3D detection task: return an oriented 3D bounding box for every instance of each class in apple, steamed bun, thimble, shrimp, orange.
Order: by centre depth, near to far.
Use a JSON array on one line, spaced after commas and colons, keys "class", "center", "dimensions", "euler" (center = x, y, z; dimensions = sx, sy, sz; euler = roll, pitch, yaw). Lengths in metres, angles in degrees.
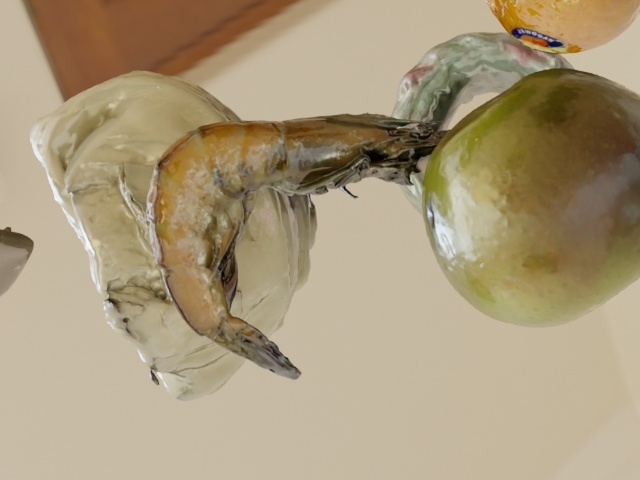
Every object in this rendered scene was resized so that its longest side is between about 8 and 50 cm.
[{"class": "apple", "center": [0.161, -0.032, 1.182], "dimensions": [0.196, 0.157, 0.196], "euler": [-39, -175, 4]}, {"class": "shrimp", "center": [0.000, 0.000, 1.251], "dimensions": [0.262, 0.198, 0.051], "euler": [-10, 179, -22]}, {"class": "orange", "center": [0.219, -0.249, 1.448], "dimensions": [0.155, 0.178, 0.177], "euler": [17, -145, 17]}, {"class": "thimble", "center": [0.171, -0.101, 1.601], "dimensions": [0.211, 0.185, 0.149], "euler": [-9, 173, 7]}, {"class": "steamed bun", "center": [-0.120, -0.019, 1.682], "dimensions": [0.237, 0.347, 0.394], "euler": [-28, -156, -3]}]

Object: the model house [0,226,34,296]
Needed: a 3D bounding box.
[{"class": "model house", "center": [-0.399, 0.002, 1.500], "dimensions": [0.229, 0.188, 0.122], "euler": [-36, 168, -2]}]
